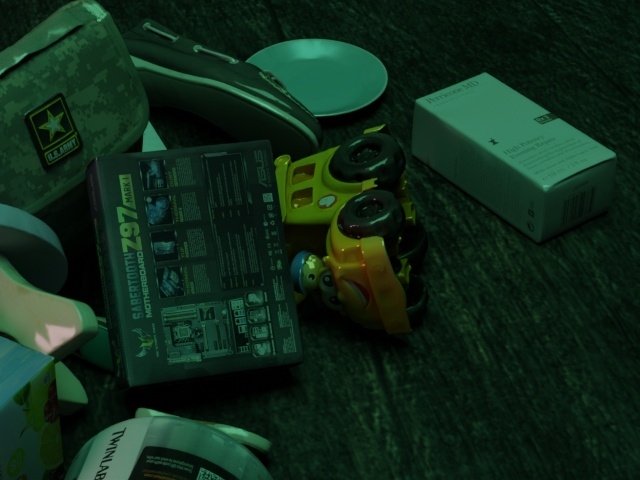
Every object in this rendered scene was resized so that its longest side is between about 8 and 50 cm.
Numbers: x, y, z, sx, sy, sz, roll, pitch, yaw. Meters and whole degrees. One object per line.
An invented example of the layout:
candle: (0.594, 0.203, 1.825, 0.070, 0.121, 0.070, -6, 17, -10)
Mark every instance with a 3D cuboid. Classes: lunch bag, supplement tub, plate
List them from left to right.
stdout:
lunch bag: (-0.307, -0.090, 1.827, 0.169, 0.287, 0.235, 40, 57, 20)
supplement tub: (-0.149, 0.305, 1.407, 0.193, 0.194, 0.316, 6, 36, 8)
plate: (-0.009, -0.197, 2.237, 0.188, 0.024, 0.188, -1, 36, 0)

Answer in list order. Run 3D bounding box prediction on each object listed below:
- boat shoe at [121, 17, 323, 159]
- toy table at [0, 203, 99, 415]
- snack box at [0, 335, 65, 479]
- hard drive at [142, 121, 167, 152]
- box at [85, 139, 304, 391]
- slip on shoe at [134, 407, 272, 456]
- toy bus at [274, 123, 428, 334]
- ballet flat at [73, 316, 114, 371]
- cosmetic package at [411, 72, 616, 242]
boat shoe: (-0.122, -0.195, 2.147, 0.335, 0.112, 0.095, 22, 62, 30)
toy table: (-0.331, 0.079, 1.670, 0.274, 0.252, 0.161, 6, 53, -48)
snack box: (-0.295, 0.214, 1.517, 0.070, 0.207, 0.174, 19, 39, 24)
hard drive: (-0.329, -0.070, 2.047, 0.307, 0.040, 0.203, -14, 39, -18)
box: (-0.125, 0.024, 1.770, 0.183, 0.233, 0.059, -7, -7, -20)
slip on shoe: (-0.114, 0.192, 1.692, 0.135, 0.051, 0.041, 13, 77, 3)
toy bus: (0.000, 0.000, 1.882, 0.211, 0.149, 0.220, -10, 38, 9)
ballet flat: (-0.238, 0.092, 1.816, 0.168, 0.057, 0.052, 15, 30, 18)
cosmetic package: (0.220, -0.099, 2.055, 0.117, 0.085, 0.231, -24, 44, -30)
